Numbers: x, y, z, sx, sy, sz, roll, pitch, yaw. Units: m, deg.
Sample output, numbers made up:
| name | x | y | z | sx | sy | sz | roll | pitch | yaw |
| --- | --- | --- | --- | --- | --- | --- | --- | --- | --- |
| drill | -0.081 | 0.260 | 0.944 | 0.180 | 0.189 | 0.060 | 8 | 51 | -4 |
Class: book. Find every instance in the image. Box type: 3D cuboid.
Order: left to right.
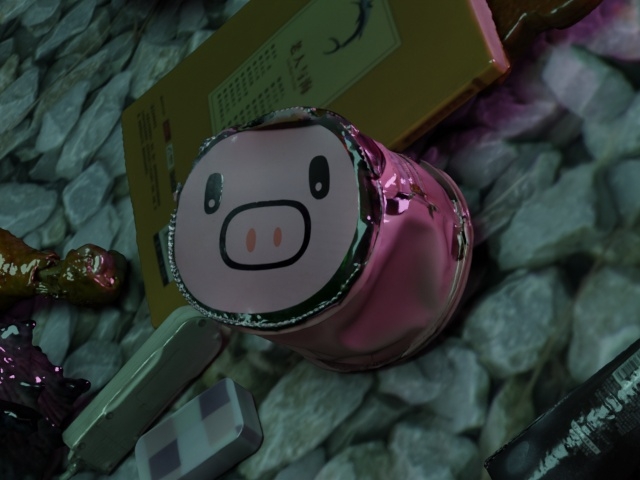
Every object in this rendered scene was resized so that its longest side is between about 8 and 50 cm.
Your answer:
| name | x | y | z | sx | sy | sz | roll | pitch | yaw |
| --- | --- | --- | --- | --- | --- | --- | --- | --- | --- |
| book | -0.023 | -0.124 | 1.436 | 0.389 | 0.032 | 0.269 | -37 | 45 | 27 |

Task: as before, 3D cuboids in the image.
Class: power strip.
| name | x | y | z | sx | sy | sz | roll | pitch | yaw |
| --- | --- | --- | --- | --- | --- | --- | --- | --- | --- |
| power strip | -0.148 | 0.126 | 1.390 | 0.191 | 0.047 | 0.030 | -47 | 35 | 3 |

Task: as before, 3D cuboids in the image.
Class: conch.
| name | x | y | z | sx | sy | sz | roll | pitch | yaw |
| --- | --- | --- | --- | --- | --- | --- | --- | --- | --- |
| conch | -0.350 | 0.160 | 1.467 | 0.313 | 0.186 | 0.240 | -10 | 80 | 17 |

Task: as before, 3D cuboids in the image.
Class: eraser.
| name | x | y | z | sx | sy | sz | roll | pitch | yaw |
| --- | --- | --- | --- | --- | --- | --- | --- | --- | --- |
| eraser | -0.096 | 0.158 | 1.333 | 0.105 | 0.026 | 0.065 | -37 | 39 | 17 |

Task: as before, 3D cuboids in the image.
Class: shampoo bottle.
| name | x | y | z | sx | sy | sz | roll | pitch | yaw |
| --- | --- | --- | --- | --- | --- | --- | --- | --- | --- |
| shampoo bottle | 0.153 | 0.140 | 1.082 | 0.208 | 0.063 | 0.057 | -44 | 30 | 9 |

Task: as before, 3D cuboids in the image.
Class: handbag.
| name | x | y | z | sx | sy | sz | roll | pitch | yaw |
| --- | --- | --- | --- | --- | --- | --- | --- | --- | --- |
| handbag | -0.001 | 0.000 | 1.259 | 0.205 | 0.116 | 0.179 | -7 | 73 | 39 |

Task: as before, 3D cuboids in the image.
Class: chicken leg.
| name | x | y | z | sx | sy | sz | roll | pitch | yaw |
| --- | --- | --- | --- | --- | --- | --- | --- | --- | --- |
| chicken leg | -0.281 | 0.030 | 1.566 | 0.251 | 0.087 | 0.107 | -1 | 71 | 36 |

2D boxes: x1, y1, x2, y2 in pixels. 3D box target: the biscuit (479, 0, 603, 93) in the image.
| name | x | y | z | sx | sy | sz | roll | pitch | yaw |
| --- | --- | --- | --- | --- | --- | --- | --- | --- | --- |
| biscuit | 0.128 | -0.215 | 1.393 | 0.290 | 0.041 | 0.208 | 19 | 79 | 50 |
